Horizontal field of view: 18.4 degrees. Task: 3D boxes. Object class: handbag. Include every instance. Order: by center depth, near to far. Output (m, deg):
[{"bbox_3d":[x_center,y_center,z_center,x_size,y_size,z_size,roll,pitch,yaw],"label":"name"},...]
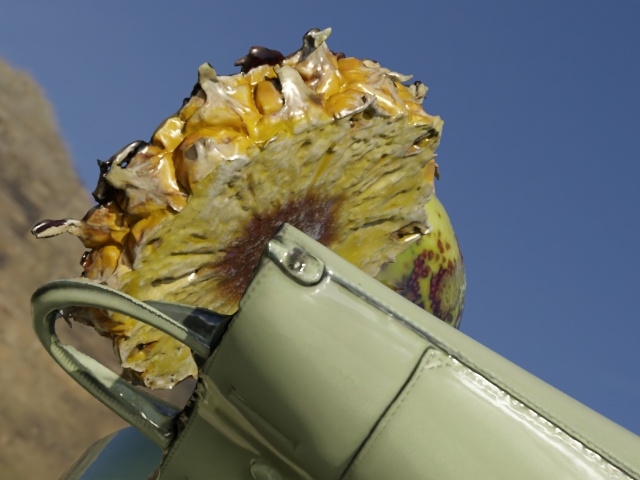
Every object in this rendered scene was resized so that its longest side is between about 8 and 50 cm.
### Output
[{"bbox_3d":[0.021,0.093,0.863,0.315,0.109,0.241,34,-34,5],"label":"handbag"}]

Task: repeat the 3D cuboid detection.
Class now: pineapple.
[{"bbox_3d":[-0.031,-0.005,0.919,0.047,0.221,0.221,49,-16,34],"label":"pineapple"}]

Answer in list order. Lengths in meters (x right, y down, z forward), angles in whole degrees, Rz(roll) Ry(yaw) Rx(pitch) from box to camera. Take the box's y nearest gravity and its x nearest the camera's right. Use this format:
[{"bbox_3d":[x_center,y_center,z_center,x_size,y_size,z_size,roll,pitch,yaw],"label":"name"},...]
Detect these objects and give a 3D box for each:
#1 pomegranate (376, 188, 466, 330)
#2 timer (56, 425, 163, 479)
[{"bbox_3d":[0.013,-0.005,1.335,0.204,0.277,0.222,-13,-74,62],"label":"pomegranate"},{"bbox_3d":[-0.162,0.325,1.551,0.291,0.315,0.290,6,-74,21],"label":"timer"}]
